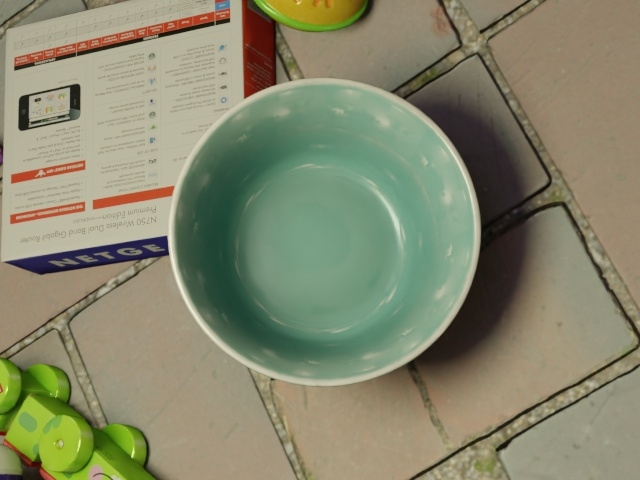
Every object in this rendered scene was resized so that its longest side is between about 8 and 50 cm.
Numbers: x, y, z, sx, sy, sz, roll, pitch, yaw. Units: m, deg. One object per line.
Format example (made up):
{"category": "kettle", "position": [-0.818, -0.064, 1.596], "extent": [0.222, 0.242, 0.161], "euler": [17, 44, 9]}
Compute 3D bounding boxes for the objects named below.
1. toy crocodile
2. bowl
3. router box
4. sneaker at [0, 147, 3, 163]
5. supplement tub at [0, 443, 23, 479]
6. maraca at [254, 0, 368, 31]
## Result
{"category": "toy crocodile", "position": [-0.309, 0.222, 1.757], "extent": [0.340, 0.115, 0.105], "euler": [32, 97, 31]}
{"category": "bowl", "position": [0.000, 0.000, 1.598], "extent": [0.312, 0.163, 0.311], "euler": [0, 82, -3]}
{"category": "router box", "position": [-0.218, -0.131, 1.818], "extent": [0.335, 0.082, 0.301], "euler": [-8, 74, 24]}
{"category": "sneaker", "position": [-0.470, -0.043, 1.917], "extent": [0.105, 0.095, 0.236], "euler": [23, 87, 21]}
{"category": "supplement tub", "position": [-0.435, 0.393, 1.658], "extent": [0.241, 0.241, 0.331], "euler": [-9, 79, 24]}
{"category": "maraca", "position": [-0.034, -0.299, 1.739], "extent": [0.186, 0.099, 0.127], "euler": [15, 61, -8]}
